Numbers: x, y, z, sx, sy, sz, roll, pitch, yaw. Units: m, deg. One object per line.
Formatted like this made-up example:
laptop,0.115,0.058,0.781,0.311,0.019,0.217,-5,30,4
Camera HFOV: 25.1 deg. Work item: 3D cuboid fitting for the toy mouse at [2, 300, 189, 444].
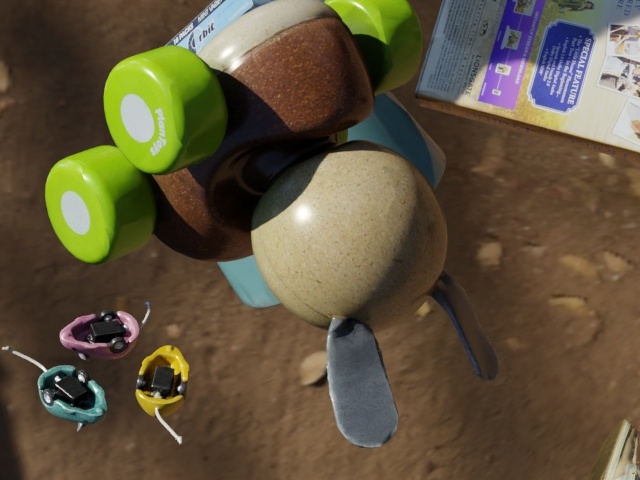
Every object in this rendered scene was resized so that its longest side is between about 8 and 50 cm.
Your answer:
toy mouse,-0.173,0.101,1.107,0.143,0.161,0.031,5,129,-5

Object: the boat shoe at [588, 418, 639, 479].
boat shoe,0.251,0.216,1.216,0.045,0.050,0.135,24,59,-1

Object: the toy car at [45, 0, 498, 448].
toy car,0.000,0.000,0.648,0.188,0.155,0.149,55,139,11

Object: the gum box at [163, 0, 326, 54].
gum box,-0.036,-0.173,1.340,0.157,0.184,0.041,-33,57,43

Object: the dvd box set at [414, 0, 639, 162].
dvd box set,0.350,-0.249,1.643,0.421,0.062,0.307,15,83,9

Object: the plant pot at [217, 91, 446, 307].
plant pot,-0.042,-0.107,1.641,0.293,0.293,0.235,-30,109,19
